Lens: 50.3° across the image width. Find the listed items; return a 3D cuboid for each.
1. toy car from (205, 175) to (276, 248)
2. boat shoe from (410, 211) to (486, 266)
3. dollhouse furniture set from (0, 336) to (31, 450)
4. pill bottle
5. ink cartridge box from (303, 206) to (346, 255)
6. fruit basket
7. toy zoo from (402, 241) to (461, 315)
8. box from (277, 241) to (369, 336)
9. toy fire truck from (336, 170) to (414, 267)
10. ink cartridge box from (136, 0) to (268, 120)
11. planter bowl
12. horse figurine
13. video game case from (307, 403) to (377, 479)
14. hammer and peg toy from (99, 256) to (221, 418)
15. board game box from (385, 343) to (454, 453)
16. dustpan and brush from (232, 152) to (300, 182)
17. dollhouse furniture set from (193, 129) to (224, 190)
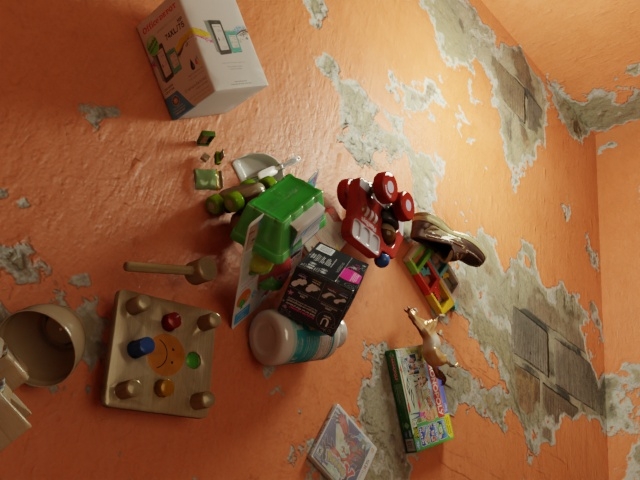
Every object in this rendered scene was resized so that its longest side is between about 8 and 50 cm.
[{"bbox_3d":[-0.187,-0.056,1.804,0.155,0.149,0.188,-31,110,-43],"label":"toy car"},{"bbox_3d":[0.446,0.027,2.403,0.342,0.123,0.123,32,61,-29],"label":"boat shoe"},{"bbox_3d":[-0.674,0.256,1.014,0.394,0.362,0.256,-39,107,-16],"label":"dollhouse furniture set"},{"bbox_3d":[-0.049,0.250,1.812,0.264,0.146,0.146,3,73,-47],"label":"pill bottle"},{"bbox_3d":[0.000,0.000,2.021,0.115,0.067,0.198,57,42,-13],"label":"ink cartridge box"},{"bbox_3d":[-0.103,0.025,1.743,0.327,0.166,0.352,-41,148,-47],"label":"fruit basket"},{"bbox_3d":[0.412,0.133,2.429,0.293,0.030,0.192,58,43,-12],"label":"toy zoo"},{"bbox_3d":[0.011,0.122,1.784,0.164,0.142,0.247,25,18,6],"label":"box"},{"bbox_3d":[0.167,-0.055,2.120,0.302,0.170,0.253,39,53,-46],"label":"toy fire truck"},{"bbox_3d":[-0.309,-0.485,1.789,0.197,0.198,0.269,-21,90,-48],"label":"ink cartridge box"},{"bbox_3d":[-0.530,0.190,1.339,0.162,0.162,0.109,60,17,-11],"label":"planter bowl"},{"bbox_3d":[0.369,0.338,2.210,0.175,0.066,0.263,8,66,-51],"label":"horse figurine"},{"bbox_3d":[0.065,0.589,1.890,0.201,0.023,0.183,51,45,-19],"label":"video game case"},{"bbox_3d":[-0.355,0.203,1.525,0.266,0.127,0.361,19,61,-39],"label":"hammer and peg toy"},{"bbox_3d":[0.319,0.495,2.178,0.214,0.046,0.317,0,75,-46],"label":"board game box"},{"bbox_3d":[-0.138,-0.201,1.959,0.211,0.060,0.147,-33,99,-48],"label":"dustpan and brush"},{"bbox_3d":[-0.291,-0.208,1.790,0.076,0.058,0.151,2,69,-27],"label":"dollhouse furniture set"}]
